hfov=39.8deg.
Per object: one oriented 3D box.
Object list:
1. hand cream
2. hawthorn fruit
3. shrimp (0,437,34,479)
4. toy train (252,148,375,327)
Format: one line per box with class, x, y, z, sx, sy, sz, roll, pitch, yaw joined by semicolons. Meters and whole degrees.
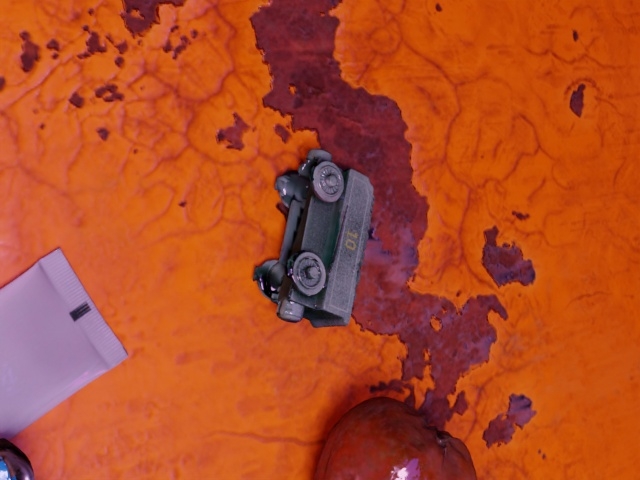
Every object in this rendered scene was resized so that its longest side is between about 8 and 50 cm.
hand cream;-0.287;0.132;0.645;0.320;0.067;0.109;-39;104;-36
hawthorn fruit;0.046;0.225;0.807;0.189;0.149;0.149;-28;99;3
shrimp;-0.149;0.349;0.662;0.221;0.110;0.446;-34;108;-35
toy train;0.000;0.000;0.842;0.099;0.070;0.172;25;68;-35
